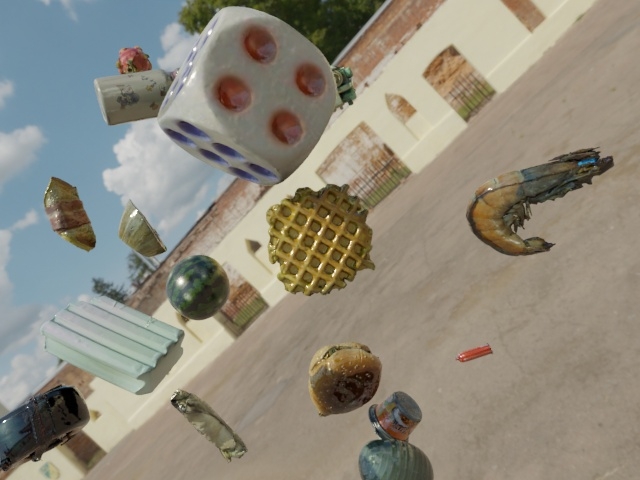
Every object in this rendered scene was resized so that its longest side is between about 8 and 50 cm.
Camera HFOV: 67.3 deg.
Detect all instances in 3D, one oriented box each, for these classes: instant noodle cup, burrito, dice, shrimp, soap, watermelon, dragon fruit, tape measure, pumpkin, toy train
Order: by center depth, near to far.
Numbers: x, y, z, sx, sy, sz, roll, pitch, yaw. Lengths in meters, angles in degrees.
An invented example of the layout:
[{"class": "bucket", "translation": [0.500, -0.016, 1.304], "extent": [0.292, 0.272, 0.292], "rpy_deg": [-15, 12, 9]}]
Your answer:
[{"class": "dice", "translation": [-0.144, -0.273, 0.944], "extent": [0.243, 0.259, 0.251], "rpy_deg": [3, 67, 62]}, {"class": "shrimp", "translation": [0.450, -0.064, 0.971], "extent": [0.291, 0.222, 0.054], "rpy_deg": [-26, 28, 23]}, {"class": "burrito", "translation": [-0.240, 0.404, 1.052], "extent": [0.058, 0.229, 0.063], "rpy_deg": [-43, 25, -25]}, {"class": "tape measure", "translation": [-0.630, 0.419, 1.081], "extent": [0.202, 0.135, 0.223], "rpy_deg": [-28, -8, -31]}, {"class": "soap", "translation": [-0.506, 0.251, 1.188], "extent": [0.172, 0.290, 0.095], "rpy_deg": [-57, -14, -55]}, {"class": "dragon fruit", "translation": [-0.496, -0.464, 1.269], "extent": [0.081, 0.086, 0.116], "rpy_deg": [-49, 16, 23]}, {"class": "toy train", "translation": [0.010, -0.403, 1.335], "extent": [0.194, 0.125, 0.080], "rpy_deg": [-19, 31, 18]}, {"class": "pumpkin", "translation": [-0.616, -0.024, 1.631], "extent": [0.110, 0.217, 0.217], "rpy_deg": [-41, 2, -15]}, {"class": "instant noodle cup", "translation": [0.273, 0.610, 1.676], "extent": [0.125, 0.178, 0.208], "rpy_deg": [-51, 0, 17]}, {"class": "watermelon", "translation": [-0.477, 0.186, 1.889], "extent": [0.269, 0.269, 0.269], "rpy_deg": [-45, 3, 3]}]

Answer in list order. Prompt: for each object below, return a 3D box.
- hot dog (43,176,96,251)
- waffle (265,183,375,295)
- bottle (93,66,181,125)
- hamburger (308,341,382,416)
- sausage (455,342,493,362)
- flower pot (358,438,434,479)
[{"class": "hot dog", "translation": [-0.824, -0.075, 1.566], "extent": [0.093, 0.261, 0.123], "rpy_deg": [-23, -3, 23]}, {"class": "waffle", "translation": [0.000, 0.000, 1.082], "extent": [0.246, 0.254, 0.052], "rpy_deg": [-15, 8, -6]}, {"class": "bottle", "translation": [-0.395, -0.343, 1.128], "extent": [0.234, 0.109, 0.110], "rpy_deg": [-18, -8, -22]}, {"class": "hamburger", "translation": [0.072, 0.457, 1.591], "extent": [0.286, 0.243, 0.146], "rpy_deg": [-46, 30, 17]}, {"class": "sausage", "translation": [0.595, 0.445, 1.875], "extent": [0.146, 0.050, 0.048], "rpy_deg": [-17, -31, -2]}, {"class": "flower pot", "translation": [0.228, 0.699, 1.460], "extent": [0.189, 0.243, 0.157], "rpy_deg": [-46, 23, 50]}]
